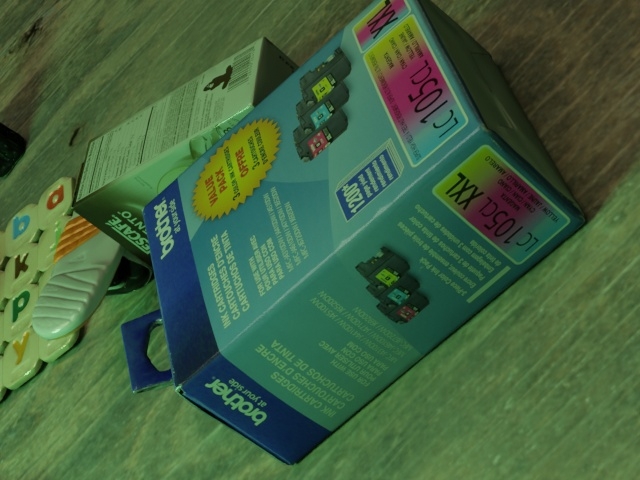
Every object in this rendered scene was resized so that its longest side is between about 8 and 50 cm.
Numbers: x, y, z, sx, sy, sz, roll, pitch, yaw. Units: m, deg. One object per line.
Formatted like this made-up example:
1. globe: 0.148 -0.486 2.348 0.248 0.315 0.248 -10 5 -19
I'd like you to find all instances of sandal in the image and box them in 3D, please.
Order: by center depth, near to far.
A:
1. sandal: -0.224 0.035 1.731 0.102 0.076 0.265 -15 31 24

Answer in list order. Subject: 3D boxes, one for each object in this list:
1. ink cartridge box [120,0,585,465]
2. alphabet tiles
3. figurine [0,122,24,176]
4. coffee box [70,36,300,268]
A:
1. ink cartridge box: 0.000 0.000 1.441 0.395 0.151 0.270 -42 33 16
2. alphabet tiles: -0.331 0.061 1.899 0.284 0.021 0.278 -37 38 21
3. figurine: -0.517 -0.102 2.111 0.215 0.209 0.092 -56 33 -7
4. coffee box: -0.104 -0.076 1.645 0.246 0.141 0.098 -27 39 33
